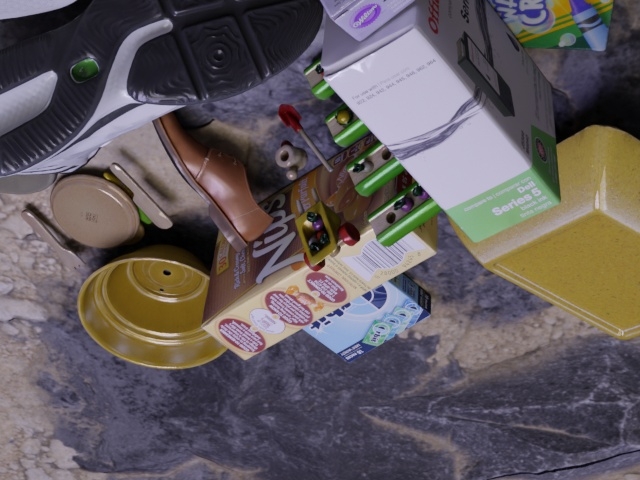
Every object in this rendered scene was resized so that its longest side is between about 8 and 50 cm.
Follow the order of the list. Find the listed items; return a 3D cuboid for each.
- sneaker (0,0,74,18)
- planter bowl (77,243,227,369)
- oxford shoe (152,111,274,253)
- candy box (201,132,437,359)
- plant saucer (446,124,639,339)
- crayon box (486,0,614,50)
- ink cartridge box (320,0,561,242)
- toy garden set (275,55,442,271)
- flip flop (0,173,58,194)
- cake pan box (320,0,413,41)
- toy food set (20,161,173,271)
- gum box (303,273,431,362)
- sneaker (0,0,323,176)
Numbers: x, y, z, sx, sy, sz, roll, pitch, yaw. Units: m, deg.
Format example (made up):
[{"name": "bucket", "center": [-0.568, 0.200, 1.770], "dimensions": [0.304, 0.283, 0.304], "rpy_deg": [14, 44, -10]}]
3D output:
[{"name": "sneaker", "center": [-0.406, -0.306, 1.508], "dimensions": [0.296, 0.147, 0.104], "rpy_deg": [-8, 140, -14]}, {"name": "planter bowl", "center": [-0.213, 0.070, 1.912], "dimensions": [0.217, 0.090, 0.217], "rpy_deg": [3, 134, 3]}, {"name": "oxford shoe", "center": [-0.136, -0.090, 1.757], "dimensions": [0.076, 0.076, 0.212], "rpy_deg": [-37, 104, 0]}, {"name": "candy box", "center": [0.000, 0.000, 1.757], "dimensions": [0.316, 0.183, 0.087], "rpy_deg": [-30, 124, 30]}, {"name": "plant saucer", "center": [0.362, 0.017, 1.729], "dimensions": [0.333, 0.081, 0.333], "rpy_deg": [26, 152, -19]}, {"name": "crayon box", "center": [0.155, -0.312, 1.512], "dimensions": [0.323, 0.083, 0.203], "rpy_deg": [3, 134, 4]}, {"name": "ink cartridge box", "center": [0.129, -0.164, 1.460], "dimensions": [0.115, 0.198, 0.273], "rpy_deg": [-25, 128, 27]}, {"name": "toy garden set", "center": [0.024, -0.102, 1.616], "dimensions": [0.204, 0.244, 0.049], "rpy_deg": [-36, 155, 28]}, {"name": "flip flop", "center": [-0.469, -0.093, 1.790], "dimensions": [0.277, 0.080, 0.112], "rpy_deg": [5, 134, 1]}, {"name": "cake pan box", "center": [0.067, -0.353, 1.333], "dimensions": [0.267, 0.246, 0.070], "rpy_deg": [-37, 150, 14]}, {"name": "toy food set", "center": [-0.292, -0.039, 1.860], "dimensions": [0.192, 0.038, 0.132], "rpy_deg": [-22, 121, 32]}, {"name": "gum box", "center": [0.032, 0.075, 1.925], "dimensions": [0.157, 0.041, 0.184], "rpy_deg": [-33, 123, 31]}, {"name": "sneaker", "center": [-0.221, -0.201, 1.635], "dimensions": [0.447, 0.257, 0.169], "rpy_deg": [-23, 93, -7]}]
